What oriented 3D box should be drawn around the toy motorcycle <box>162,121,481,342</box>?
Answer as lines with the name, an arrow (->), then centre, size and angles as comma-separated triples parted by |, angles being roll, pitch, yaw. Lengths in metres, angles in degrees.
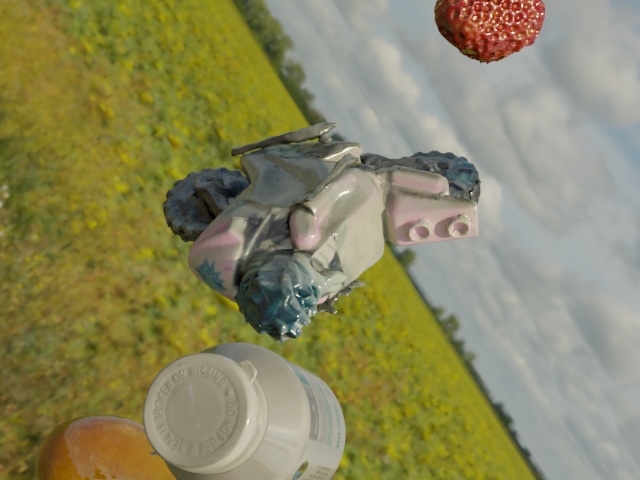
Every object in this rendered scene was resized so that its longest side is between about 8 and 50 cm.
toy motorcycle -> 0.001, 0.005, 0.849 | 0.204, 0.239, 0.108 | -90, 158, -54

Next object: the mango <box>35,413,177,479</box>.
mango -> -0.277, 0.332, 1.641 | 0.255, 0.139, 0.175 | 24, 33, -25

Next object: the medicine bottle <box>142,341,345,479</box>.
medicine bottle -> -0.066, 0.157, 0.994 | 0.135, 0.135, 0.215 | 58, 6, 21

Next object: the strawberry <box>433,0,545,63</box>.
strawberry -> 0.107, -0.152, 0.786 | 0.073, 0.083, 0.073 | 28, -48, 36
